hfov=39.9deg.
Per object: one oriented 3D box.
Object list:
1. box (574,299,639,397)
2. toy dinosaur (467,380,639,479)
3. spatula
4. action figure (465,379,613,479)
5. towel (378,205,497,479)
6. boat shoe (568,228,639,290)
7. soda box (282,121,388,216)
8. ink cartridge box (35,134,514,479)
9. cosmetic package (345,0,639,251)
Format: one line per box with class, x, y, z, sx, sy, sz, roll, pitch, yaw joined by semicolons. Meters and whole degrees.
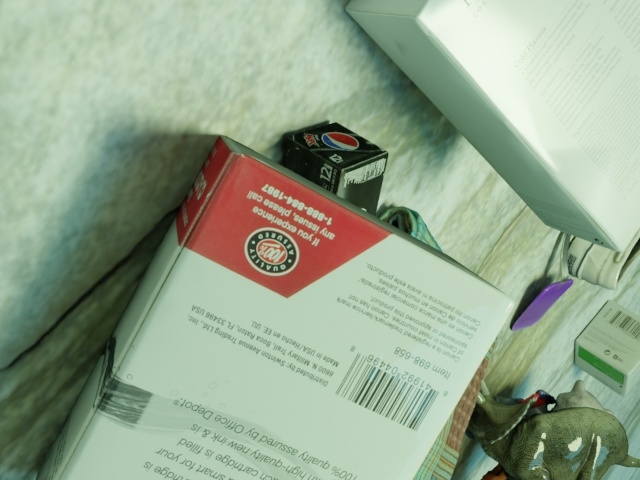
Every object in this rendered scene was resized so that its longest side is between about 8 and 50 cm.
box;0.481;0.175;1.428;0.102;0.101;0.087;-44;146;-17
toy dinosaur;0.305;0.264;1.090;0.314;0.121;0.160;9;108;-9
spatula;0.321;-0.003;1.125;0.084;0.030;0.296;-9;124;-47
action figure;0.296;0.345;1.270;0.330;0.178;0.341;-53;148;11
towel;0.095;0.152;0.886;0.370;0.040;0.271;43;64;-57
boat shoe;0.446;-0.028;1.218;0.268;0.088;0.096;-37;142;-29
soda box;0.000;0.000;0.670;0.053;0.060;0.168;-22;135;-41
ink cartridge box;-0.039;0.100;0.566;0.197;0.114;0.272;28;95;-15
cosmetic package;0.235;-0.224;0.668;0.284;0.097;0.377;40;83;-36
